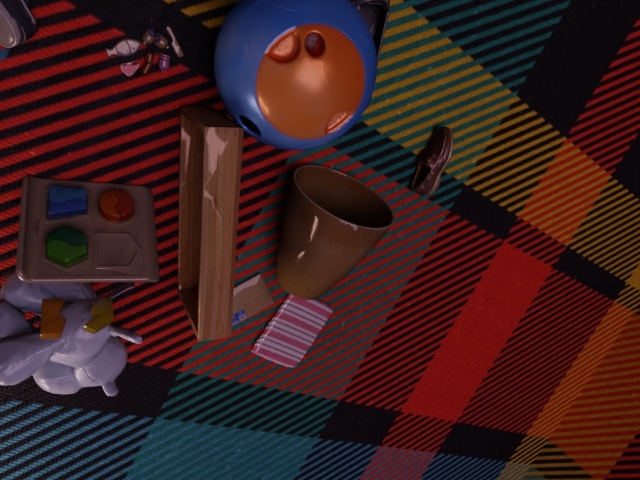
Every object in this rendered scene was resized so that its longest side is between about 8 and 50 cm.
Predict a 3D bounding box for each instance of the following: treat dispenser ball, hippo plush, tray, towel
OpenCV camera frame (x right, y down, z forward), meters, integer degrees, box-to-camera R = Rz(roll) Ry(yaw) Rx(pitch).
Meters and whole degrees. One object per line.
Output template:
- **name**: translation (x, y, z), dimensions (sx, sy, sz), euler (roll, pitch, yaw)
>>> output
- **treat dispenser ball**: translation (-0.043, -0.306, 0.901), dimensions (0.287, 0.288, 0.289), euler (-12, 118, -23)
- **hippo plush**: translation (-0.476, 0.176, 0.989), dimensions (0.293, 0.235, 0.237), euler (-15, 148, -9)
- **tray**: translation (-0.222, -0.036, 0.988), dimensions (0.076, 0.203, 0.412), euler (-5, 115, -26)
- **towel**: translation (-0.072, 0.227, 1.301), dimensions (0.144, 0.029, 0.197), euler (31, 94, -35)

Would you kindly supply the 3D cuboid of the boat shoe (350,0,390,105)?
- **boat shoe**: translation (0.094, -0.425, 1.016), dimensions (0.112, 0.095, 0.336), euler (-10, 124, -38)

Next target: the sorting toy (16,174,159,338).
- **sorting toy**: translation (-0.396, 0.017, 0.883), dimensions (0.228, 0.308, 0.041), euler (4, 146, -31)

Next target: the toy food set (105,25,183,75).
- **toy food set**: translation (-0.312, -0.333, 0.911), dimensions (0.122, 0.019, 0.078), euler (-31, 123, -12)

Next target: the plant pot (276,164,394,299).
- **plant pot**: translation (0.000, 0.000, 1.132), dimensions (0.237, 0.237, 0.255), euler (10, 124, -31)

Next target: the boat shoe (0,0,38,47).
- **boat shoe**: translation (-0.506, -0.402, 0.766), dimensions (0.065, 0.075, 0.206), euler (-57, 134, -50)

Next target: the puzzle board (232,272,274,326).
- **puzzle board**: translation (-0.184, 0.144, 1.211), dimensions (0.128, 0.011, 0.097), euler (-29, 124, -13)

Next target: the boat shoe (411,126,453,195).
- **boat shoe**: translation (0.277, -0.197, 1.260), dimensions (0.060, 0.064, 0.178), euler (4, 113, -31)
